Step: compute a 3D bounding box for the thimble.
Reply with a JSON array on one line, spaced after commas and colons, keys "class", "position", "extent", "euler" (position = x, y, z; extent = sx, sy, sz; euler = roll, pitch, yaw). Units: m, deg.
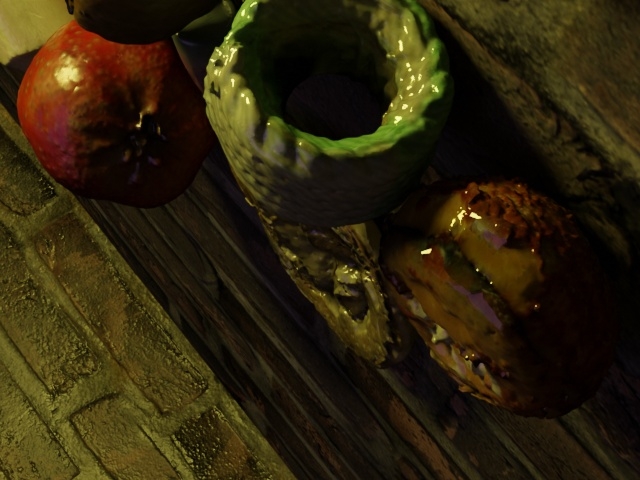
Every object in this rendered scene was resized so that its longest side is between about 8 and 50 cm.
[{"class": "thimble", "position": [0.005, -0.124, 0.907], "extent": [0.219, 0.219, 0.150], "euler": [51, 162, 13]}]

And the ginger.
[{"class": "ginger", "position": [-0.174, -0.317, 1.037], "extent": [0.223, 0.200, 0.269], "euler": [41, 152, 49]}]

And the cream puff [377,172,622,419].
[{"class": "cream puff", "position": [0.162, 0.041, 0.898], "extent": [0.240, 0.164, 0.240], "euler": [49, 173, 8]}]

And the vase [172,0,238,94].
[{"class": "vase", "position": [-0.132, -0.216, 1.301], "extent": [0.086, 0.086, 0.214], "euler": [45, 163, 26]}]

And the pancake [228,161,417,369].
[{"class": "pancake", "position": [0.001, 0.001, 1.327], "extent": [0.387, 0.082, 0.387], "euler": [46, 162, 19]}]

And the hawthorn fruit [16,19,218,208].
[{"class": "hawthorn fruit", "position": [-0.308, -0.202, 1.473], "extent": [0.330, 0.287, 0.287], "euler": [41, 157, 51]}]

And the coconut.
[{"class": "coconut", "position": [-0.454, -0.390, 1.575], "extent": [0.241, 0.241, 0.241], "euler": [46, 159, 24]}]
